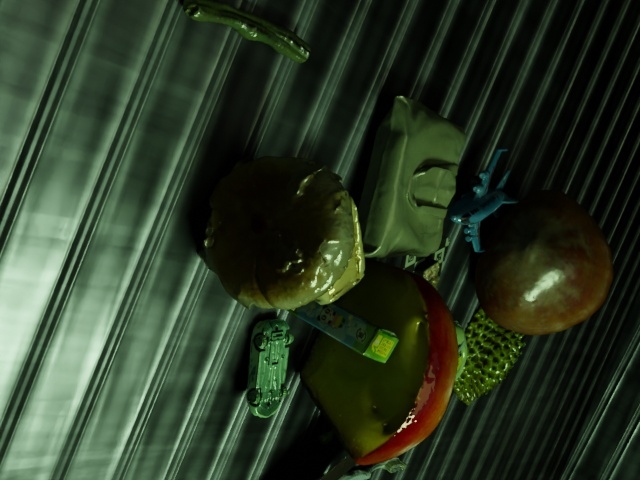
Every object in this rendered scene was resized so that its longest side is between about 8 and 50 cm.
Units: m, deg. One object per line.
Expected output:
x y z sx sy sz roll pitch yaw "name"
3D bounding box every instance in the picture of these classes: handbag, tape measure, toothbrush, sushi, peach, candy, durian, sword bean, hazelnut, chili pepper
0.173 -0.114 1.779 0.253 0.109 0.315 3 102 -50 "handbag"
0.291 0.280 2.212 0.177 0.088 0.154 -35 123 -32 "tape measure"
0.079 0.560 2.157 0.413 0.042 0.035 3 109 -52 "toothbrush"
0.240 0.105 2.074 0.193 0.040 0.210 -13 121 -50 "sushi"
0.135 0.260 1.815 0.242 0.306 0.380 39 74 -48 "peach"
0.041 0.156 1.701 0.097 0.195 0.062 30 88 -57 "candy"
0.449 0.272 2.435 0.351 0.158 0.169 -62 -179 -4 "durian"
-0.105 -0.314 1.346 0.269 0.038 0.043 7 80 -55 "sword bean"
0.539 0.059 2.200 0.366 0.366 0.365 -32 134 -39 "hazelnut"
0.029 0.416 2.002 0.091 0.030 0.034 -49 118 -26 "chili pepper"

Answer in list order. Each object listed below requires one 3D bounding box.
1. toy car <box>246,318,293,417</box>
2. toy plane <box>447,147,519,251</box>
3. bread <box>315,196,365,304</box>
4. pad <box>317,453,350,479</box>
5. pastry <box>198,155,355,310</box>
-0.103 0.235 1.682 0.093 0.058 0.186 -2 101 -52 "toy car"
0.357 -0.083 2.053 0.271 0.105 0.254 -16 123 -47 "toy plane"
0.000 0.000 1.621 0.140 0.106 0.236 -34 135 -26 "bread"
0.024 0.508 1.952 0.330 0.004 0.220 -37 161 -17 "pad"
-0.067 -0.012 1.414 0.121 0.236 0.256 14 99 -64 "pastry"
